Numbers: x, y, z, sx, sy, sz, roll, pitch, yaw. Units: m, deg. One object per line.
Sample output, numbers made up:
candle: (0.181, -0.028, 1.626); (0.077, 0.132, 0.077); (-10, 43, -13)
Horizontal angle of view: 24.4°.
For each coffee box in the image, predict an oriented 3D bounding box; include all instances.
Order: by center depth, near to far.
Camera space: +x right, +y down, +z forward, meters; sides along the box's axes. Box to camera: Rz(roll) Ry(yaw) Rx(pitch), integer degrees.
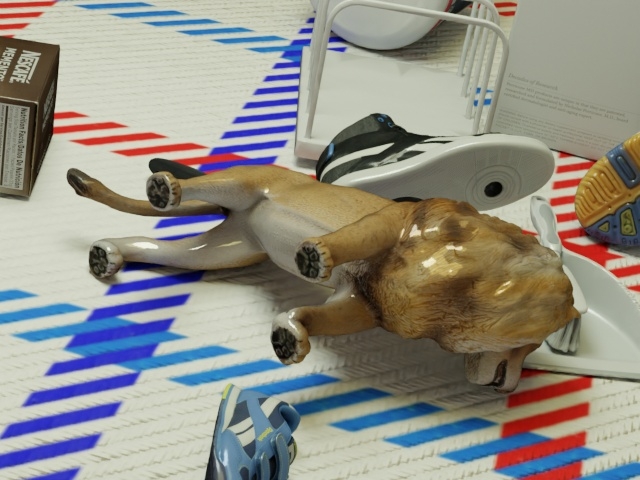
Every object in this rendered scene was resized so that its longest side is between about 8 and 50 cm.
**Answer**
coffee box: (-0.367, -0.127, 1.325); (0.247, 0.098, 0.141); (8, 29, -6)

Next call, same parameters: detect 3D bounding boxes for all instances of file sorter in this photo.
file sorter: (0.084, -0.202, 1.540); (0.193, 0.173, 0.277); (9, 27, -4)

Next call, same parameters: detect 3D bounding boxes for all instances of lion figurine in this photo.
lion figurine: (0.000, 0.000, 1.192); (0.392, 0.142, 0.240); (30, 30, 35)

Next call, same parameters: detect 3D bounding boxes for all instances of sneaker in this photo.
sneaker: (-0.046, 0.147, 0.997); (0.059, 0.053, 0.144); (13, 30, -2)
sneaker: (0.100, -0.084, 1.382); (0.217, 0.079, 0.121); (-11, 38, -3)
sneaker: (0.382, -0.091, 1.443); (0.296, 0.112, 0.131); (-30, 3, 7)

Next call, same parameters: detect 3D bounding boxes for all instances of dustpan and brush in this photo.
dustpan and brush: (0.203, 0.032, 1.286); (0.147, 0.060, 0.211); (6, 28, -9)

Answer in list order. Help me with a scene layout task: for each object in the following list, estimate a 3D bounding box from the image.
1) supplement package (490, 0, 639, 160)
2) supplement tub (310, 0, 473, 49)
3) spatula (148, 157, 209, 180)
supplement package: (0.307, -0.256, 1.601); (0.175, 0.293, 0.177); (16, 30, 9)
supplement tub: (0.113, -0.356, 1.818); (0.191, 0.191, 0.272); (22, 30, 18)
spatula: (-0.028, -0.029, 1.320); (0.296, 0.084, 0.030); (16, 60, 20)
